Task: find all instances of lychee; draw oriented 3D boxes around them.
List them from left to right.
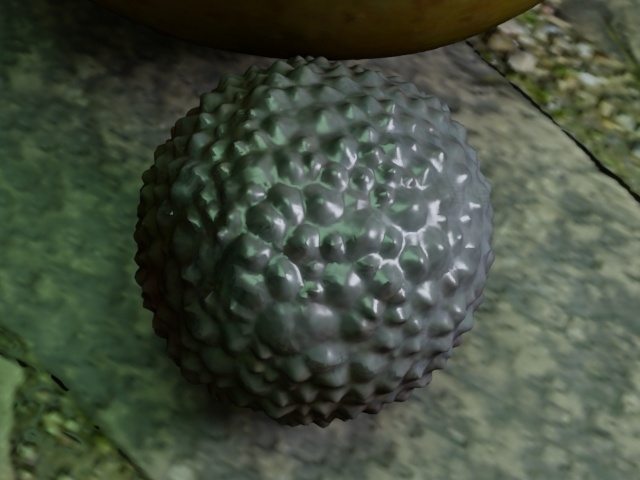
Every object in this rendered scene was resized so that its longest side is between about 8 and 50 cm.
[{"bbox_3d":[0.000,0.000,0.741,0.165,0.197,0.165,-1,88,28],"label":"lychee"}]

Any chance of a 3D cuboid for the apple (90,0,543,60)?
[{"bbox_3d":[0.000,-0.271,0.796,0.400,0.333,0.400,-5,67,13],"label":"apple"}]
